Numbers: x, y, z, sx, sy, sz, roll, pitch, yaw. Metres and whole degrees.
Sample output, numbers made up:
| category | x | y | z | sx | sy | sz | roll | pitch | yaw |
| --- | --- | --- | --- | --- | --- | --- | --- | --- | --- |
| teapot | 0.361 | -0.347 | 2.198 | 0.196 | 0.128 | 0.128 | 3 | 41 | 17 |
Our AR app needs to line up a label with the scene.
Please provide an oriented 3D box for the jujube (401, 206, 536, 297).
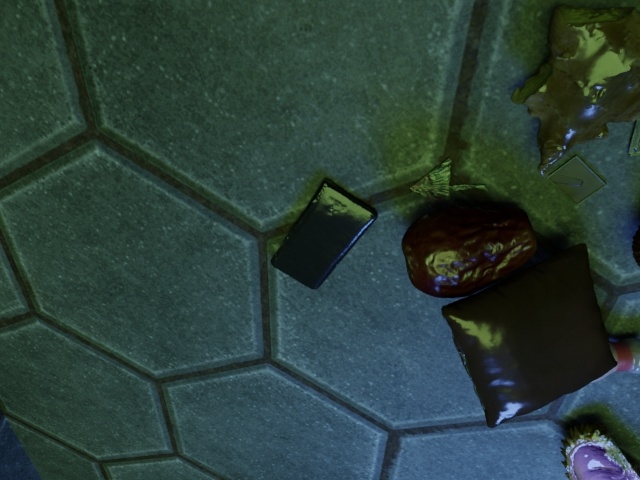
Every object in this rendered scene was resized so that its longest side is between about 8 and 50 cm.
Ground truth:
| category | x | y | z | sx | sy | sz | roll | pitch | yaw |
| --- | --- | --- | --- | --- | --- | --- | --- | --- | --- |
| jujube | 0.294 | 0.017 | 0.910 | 0.256 | 0.190 | 0.189 | -15 | 118 | 15 |

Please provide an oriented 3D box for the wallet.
| category | x | y | z | sx | sy | sz | roll | pitch | yaw |
| --- | --- | --- | --- | --- | --- | --- | --- | --- | --- |
| wallet | 0.000 | 0.000 | 1.062 | 0.146 | 0.030 | 0.285 | 30 | 124 | -10 |

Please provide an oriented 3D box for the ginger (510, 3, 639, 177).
| category | x | y | z | sx | sy | sz | roll | pitch | yaw |
| --- | --- | --- | --- | --- | --- | --- | --- | --- | --- |
| ginger | 0.429 | -0.234 | 0.739 | 0.219 | 0.123 | 0.270 | 13 | 135 | 10 |

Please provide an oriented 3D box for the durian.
| category | x | y | z | sx | sy | sz | roll | pitch | yaw |
| --- | --- | --- | --- | --- | --- | --- | --- | --- | --- |
| durian | 0.762 | 0.612 | 1.226 | 0.341 | 0.112 | 0.191 | 48 | 131 | -8 |

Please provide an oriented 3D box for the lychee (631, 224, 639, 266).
| category | x | y | z | sx | sy | sz | roll | pitch | yaw |
| --- | --- | --- | --- | --- | --- | --- | --- | --- | --- |
| lychee | 0.655 | 0.016 | 0.814 | 0.165 | 0.165 | 0.197 | 9 | 97 | 9 |

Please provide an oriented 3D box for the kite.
| category | x | y | z | sx | sy | sz | roll | pitch | yaw |
| --- | --- | --- | --- | --- | --- | --- | --- | --- | --- |
| kite | 0.263 | -0.107 | 0.933 | 0.157 | 0.011 | 0.139 | 0 | 126 | 16 |

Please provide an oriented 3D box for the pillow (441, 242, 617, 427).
| category | x | y | z | sx | sy | sz | roll | pitch | yaw |
| --- | --- | --- | --- | --- | --- | --- | --- | --- | --- |
| pillow | 0.427 | 0.199 | 0.903 | 0.306 | 0.108 | 0.307 | -25 | 107 | 0 |

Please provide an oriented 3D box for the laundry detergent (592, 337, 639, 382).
| category | x | y | z | sx | sy | sz | roll | pitch | yaw |
| --- | --- | --- | --- | --- | --- | --- | --- | --- | --- |
| laundry detergent | 0.554 | 0.265 | 1.021 | 0.336 | 0.087 | 0.158 | -2 | 119 | 2 |

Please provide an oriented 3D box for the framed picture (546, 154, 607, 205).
| category | x | y | z | sx | sy | sz | roll | pitch | yaw |
| --- | --- | --- | --- | --- | --- | --- | --- | --- | --- |
| framed picture | 0.489 | -0.114 | 0.868 | 0.089 | 0.006 | 0.066 | 37 | 125 | -11 |

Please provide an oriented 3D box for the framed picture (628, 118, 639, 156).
| category | x | y | z | sx | sy | sz | roll | pitch | yaw |
| --- | --- | --- | --- | --- | --- | --- | --- | --- | --- |
| framed picture | 0.631 | -0.257 | 0.729 | 0.197 | 0.014 | 0.252 | 0 | 123 | 15 |
